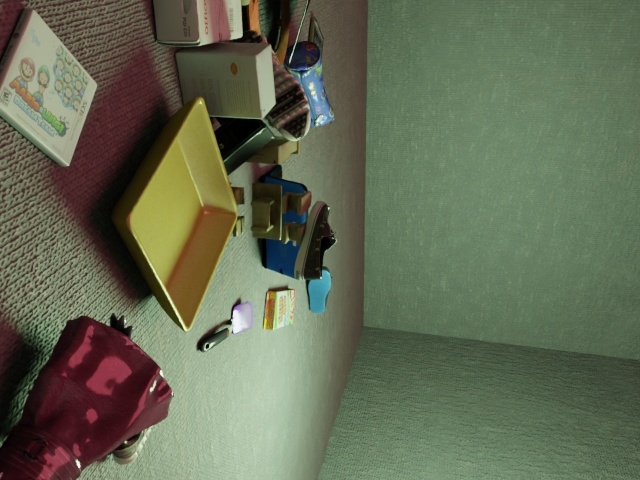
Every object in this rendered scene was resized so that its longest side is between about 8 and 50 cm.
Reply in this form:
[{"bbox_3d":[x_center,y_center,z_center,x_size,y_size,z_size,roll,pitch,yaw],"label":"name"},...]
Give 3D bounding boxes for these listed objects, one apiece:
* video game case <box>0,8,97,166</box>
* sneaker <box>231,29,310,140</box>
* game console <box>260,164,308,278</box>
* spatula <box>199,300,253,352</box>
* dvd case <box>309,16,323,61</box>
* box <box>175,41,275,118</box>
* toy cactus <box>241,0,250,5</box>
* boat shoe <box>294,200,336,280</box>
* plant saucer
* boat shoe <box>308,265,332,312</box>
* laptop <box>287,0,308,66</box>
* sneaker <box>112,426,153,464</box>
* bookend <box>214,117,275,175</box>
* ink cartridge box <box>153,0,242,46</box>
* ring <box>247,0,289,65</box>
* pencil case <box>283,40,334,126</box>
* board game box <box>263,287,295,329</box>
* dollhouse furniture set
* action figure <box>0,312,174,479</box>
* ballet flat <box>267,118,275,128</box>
[{"bbox_3d":[-0.367,-0.200,0.773,0.157,0.019,0.143,65,33,-65],"label":"video game case"},{"bbox_3d":[-0.114,-0.368,1.405,0.292,0.110,0.118,61,-6,7],"label":"sneaker"},{"bbox_3d":[-0.088,-0.062,1.743,0.173,0.250,0.293,-23,120,-45],"label":"game console"},{"bbox_3d":[-0.239,0.228,1.485,0.296,0.030,0.084,-33,126,-73],"label":"spatula"},{"bbox_3d":[-0.022,-0.672,2.104,0.164,0.018,0.221,32,64,-77],"label":"dvd case"},{"bbox_3d":[-0.188,-0.325,1.165,0.091,0.171,0.130,-66,158,-55],"label":"box"},{"bbox_3d":[-0.174,-0.623,1.309,0.180,0.112,0.219,92,0,-62],"label":"toy cactus"},{"bbox_3d":[0.000,0.000,1.376,0.080,0.076,0.228,83,19,-48],"label":"boat shoe"},{"bbox_3d":[-0.275,-0.049,1.102,0.332,0.081,0.332,80,20,-48],"label":"plant saucer"},{"bbox_3d":[-0.012,0.189,2.369,0.089,0.109,0.258,-81,-175,-47],"label":"boat shoe"},{"bbox_3d":[-0.101,-0.784,1.580,0.408,0.236,0.382,43,39,-33],"label":"laptop"},{"bbox_3d":[-0.330,0.312,1.040,0.074,0.063,0.170,89,18,-53],"label":"sneaker"},{"bbox_3d":[-0.212,-0.247,1.274,0.157,0.156,0.072,53,3,15],"label":"bookend"},{"bbox_3d":[-0.231,-0.463,1.101,0.218,0.092,0.158,-62,154,-64],"label":"ink cartridge box"},{"bbox_3d":[-0.145,-0.618,1.558,0.336,0.032,0.336,5,90,-76],"label":"ring"},{"bbox_3d":[-0.034,-0.498,1.884,0.306,0.119,0.133,71,11,-59],"label":"pencil case"},{"bbox_3d":[-0.136,0.228,1.941,0.259,0.039,0.124,9,85,-75],"label":"board game box"},{"bbox_3d":[-0.125,-0.127,1.423,0.161,0.212,0.242,-51,146,-68],"label":"dollhouse furniture set"},{"bbox_3d":[-0.369,0.272,0.742,0.276,0.248,0.370,-37,-167,46],"label":"action figure"},{"bbox_3d":[-0.113,-0.384,1.730,0.070,0.070,0.188,80,23,-49],"label":"ballet flat"}]
